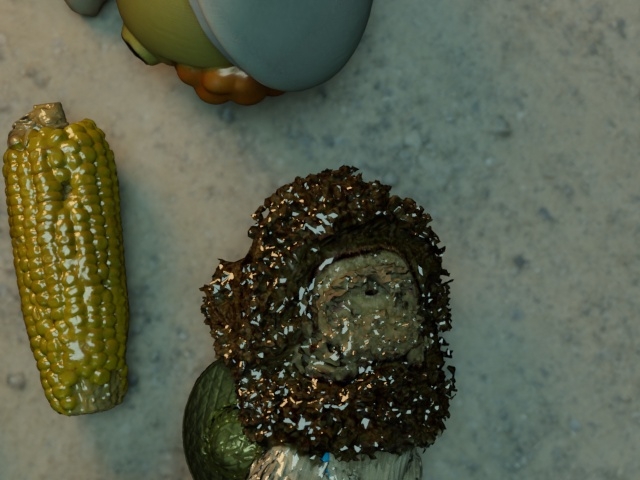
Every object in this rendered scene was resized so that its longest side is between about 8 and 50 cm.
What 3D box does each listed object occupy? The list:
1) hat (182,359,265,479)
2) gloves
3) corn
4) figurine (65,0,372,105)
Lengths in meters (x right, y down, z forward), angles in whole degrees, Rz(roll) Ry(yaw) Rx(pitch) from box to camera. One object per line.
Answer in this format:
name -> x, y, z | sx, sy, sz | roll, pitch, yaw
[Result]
hat -> -0.070, 0.169, 1.039 | 0.146, 0.067, 0.146 | 17, 62, -35
gloves -> 0.009, 0.098, 0.991 | 0.210, 0.135, 0.312 | 7, 89, -14
corn -> -0.206, 0.012, 1.039 | 0.097, 0.097, 0.262 | -9, 84, 0
figurine -> -0.146, -0.243, 1.020 | 0.381, 0.205, 0.225 | 10, 77, 10
